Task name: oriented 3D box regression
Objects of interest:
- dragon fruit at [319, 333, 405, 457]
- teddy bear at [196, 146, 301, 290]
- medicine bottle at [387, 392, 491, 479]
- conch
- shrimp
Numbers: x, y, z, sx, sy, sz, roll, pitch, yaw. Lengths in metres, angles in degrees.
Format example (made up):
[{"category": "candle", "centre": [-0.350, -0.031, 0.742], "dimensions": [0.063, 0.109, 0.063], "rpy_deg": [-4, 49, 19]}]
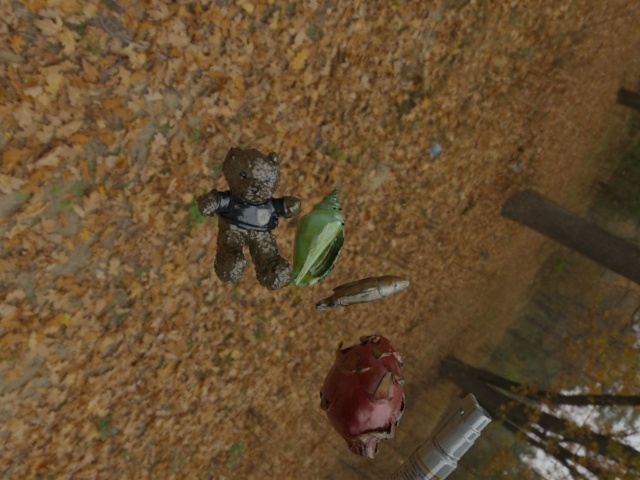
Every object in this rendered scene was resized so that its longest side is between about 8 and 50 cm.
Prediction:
[{"category": "dragon fruit", "centre": [0.115, 0.421, 1.562], "dimensions": [0.250, 0.251, 0.314], "rpy_deg": [-7, 114, -65]}, {"category": "teddy bear", "centre": [-0.134, -0.040, 1.025], "dimensions": [0.182, 0.129, 0.251], "rpy_deg": [4, 92, -26]}, {"category": "medicine bottle", "centre": [0.190, 0.351, 0.942], "dimensions": [0.220, 0.061, 0.092], "rpy_deg": [-49, -170, 10]}, {"category": "conch", "centre": [-0.002, -0.003, 1.065], "dimensions": [0.079, 0.095, 0.200], "rpy_deg": [-143, -115, -70]}, {"category": "shrimp", "centre": [0.103, 0.128, 1.461], "dimensions": [0.255, 0.059, 0.145], "rpy_deg": [-14, 179, -6]}]
